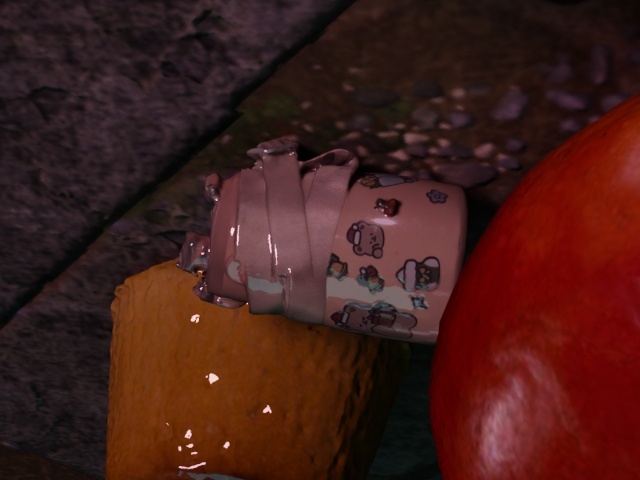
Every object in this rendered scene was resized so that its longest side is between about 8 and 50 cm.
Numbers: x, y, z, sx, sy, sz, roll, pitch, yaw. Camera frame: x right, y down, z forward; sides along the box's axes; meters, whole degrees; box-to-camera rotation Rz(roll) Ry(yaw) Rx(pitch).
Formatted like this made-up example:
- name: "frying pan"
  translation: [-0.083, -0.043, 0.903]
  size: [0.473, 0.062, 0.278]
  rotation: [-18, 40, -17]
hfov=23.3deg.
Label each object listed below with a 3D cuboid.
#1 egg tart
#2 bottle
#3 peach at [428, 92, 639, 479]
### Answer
- name: "egg tart"
  translation: [-0.045, 0.116, 0.980]
  size: [0.203, 0.147, 0.202]
  rotation: [6, 145, 4]
- name: "bottle"
  translation: [0.000, 0.001, 0.843]
  size: [0.152, 0.099, 0.099]
  rotation: [10, 147, -2]
- name: "peach"
  translation: [0.209, 0.056, 0.726]
  size: [0.281, 0.281, 0.338]
  rotation: [27, 143, -24]
